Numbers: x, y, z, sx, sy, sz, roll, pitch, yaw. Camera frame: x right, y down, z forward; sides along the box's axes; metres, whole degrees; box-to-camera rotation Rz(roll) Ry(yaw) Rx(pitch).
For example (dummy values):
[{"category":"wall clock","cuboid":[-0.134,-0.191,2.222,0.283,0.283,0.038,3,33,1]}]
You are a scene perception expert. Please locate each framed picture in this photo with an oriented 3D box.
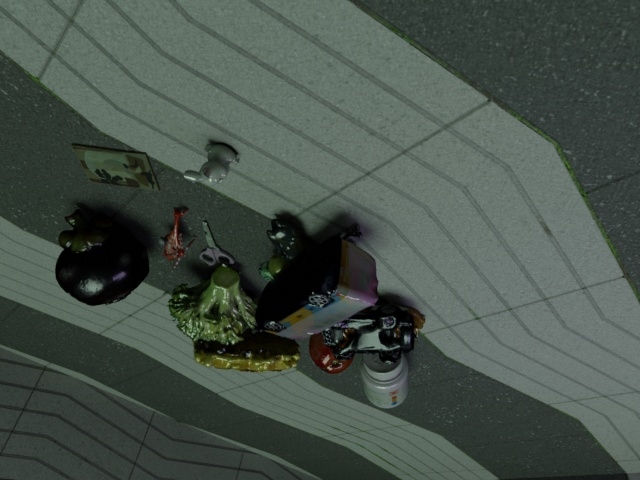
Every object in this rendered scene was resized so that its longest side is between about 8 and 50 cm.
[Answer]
[{"category":"framed picture","cuboid":[-0.529,-0.188,1.401,0.200,0.010,0.136,8,145,7]}]

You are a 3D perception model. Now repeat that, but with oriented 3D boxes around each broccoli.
[{"category":"broccoli","cuboid":[-0.311,0.197,1.691,0.248,0.288,0.246,46,139,19]}]

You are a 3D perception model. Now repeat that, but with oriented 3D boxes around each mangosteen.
[{"category":"mangosteen","cuboid":[-0.657,0.054,1.590,0.287,0.287,0.233,38,98,-30]}]

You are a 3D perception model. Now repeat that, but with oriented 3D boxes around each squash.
[{"category":"squash","cuboid":[-0.063,0.126,1.604,0.083,0.083,0.250,-19,128,37]}]

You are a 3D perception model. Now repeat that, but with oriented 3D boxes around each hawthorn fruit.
[{"category":"hawthorn fruit","cuboid":[0.040,0.364,1.835,0.172,0.173,0.173,9,144,6]}]

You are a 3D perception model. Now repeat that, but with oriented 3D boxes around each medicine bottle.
[{"category":"medicine bottle","cuboid":[0.228,0.468,1.914,0.170,0.170,0.293,4,145,12]}]

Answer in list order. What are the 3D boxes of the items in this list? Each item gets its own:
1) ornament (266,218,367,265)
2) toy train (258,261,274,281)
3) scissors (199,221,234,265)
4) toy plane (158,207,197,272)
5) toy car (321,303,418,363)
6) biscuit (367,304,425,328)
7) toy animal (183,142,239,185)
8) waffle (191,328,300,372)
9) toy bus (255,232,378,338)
[{"category":"ornament","cuboid":[0.000,0.000,1.432,0.236,0.080,0.202,-2,145,25]},{"category":"toy train","cuboid":[-0.149,0.102,1.655,0.083,0.033,0.053,33,137,-26]},{"category":"scissors","cuboid":[-0.322,0.015,1.601,0.110,0.021,0.212,6,146,7]},{"category":"toy plane","cuboid":[-0.421,-0.009,1.538,0.077,0.126,0.194,33,151,20]},{"category":"toy car","cuboid":[0.151,0.281,1.677,0.301,0.118,0.193,-1,115,13]},{"category":"biscuit","cuboid":[0.237,0.248,1.731,0.184,0.027,0.133,-15,128,30]},{"category":"toy animal","cuboid":[-0.244,-0.166,1.241,0.071,0.124,0.085,-6,139,32]},{"category":"waffle","cuboid":[-0.254,0.370,1.857,0.379,0.095,0.382,5,-177,-10]},{"category":"toy bus","cuboid":[-0.014,0.149,1.423,0.162,0.171,0.386,28,142,-23]}]
